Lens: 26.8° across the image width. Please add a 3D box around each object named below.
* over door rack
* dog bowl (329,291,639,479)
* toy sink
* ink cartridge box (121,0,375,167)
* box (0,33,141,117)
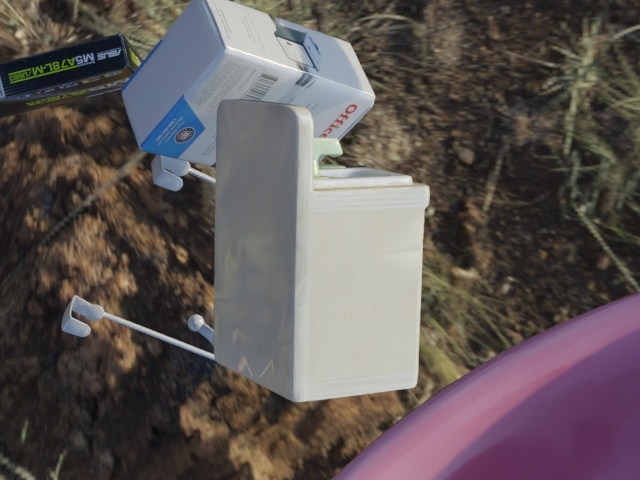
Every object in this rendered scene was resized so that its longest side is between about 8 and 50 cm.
[{"bbox_3d":[-0.123,0.030,1.620,0.324,0.108,0.239,19,113,-34],"label":"over door rack"},{"bbox_3d":[0.138,0.147,0.269,0.408,0.408,0.150,-22,120,-8],"label":"dog bowl"},{"bbox_3d":[0.000,0.000,1.129,0.131,0.153,0.234,-4,99,-29],"label":"toy sink"},{"bbox_3d":[-0.067,-0.136,1.258,0.190,0.082,0.139,10,135,-44],"label":"ink cartridge box"},{"bbox_3d":[-0.298,-0.180,1.503,0.190,0.184,0.045,-14,90,-2],"label":"box"}]
